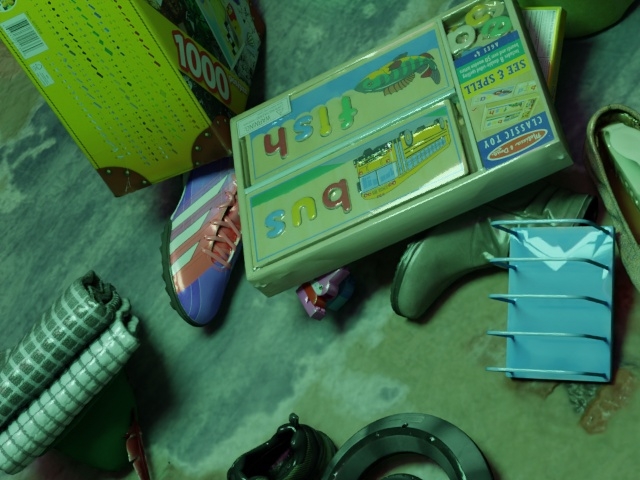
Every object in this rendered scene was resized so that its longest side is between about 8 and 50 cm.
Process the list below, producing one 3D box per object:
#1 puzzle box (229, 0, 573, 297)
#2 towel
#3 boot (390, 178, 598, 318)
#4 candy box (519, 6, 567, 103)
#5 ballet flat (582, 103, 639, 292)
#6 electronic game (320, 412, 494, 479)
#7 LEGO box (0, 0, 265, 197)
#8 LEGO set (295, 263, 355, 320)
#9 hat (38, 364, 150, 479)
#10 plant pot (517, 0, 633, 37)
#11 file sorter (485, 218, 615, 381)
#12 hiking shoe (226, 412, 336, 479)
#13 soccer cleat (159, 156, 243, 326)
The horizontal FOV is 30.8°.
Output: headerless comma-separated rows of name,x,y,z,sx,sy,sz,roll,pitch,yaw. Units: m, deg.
puzzle box,0.079,-0.121,1.412,0.409,0.052,0.272,-25,51,19
towel,-0.345,0.153,1.482,0.235,0.121,0.284,-47,11,-4
boot,0.205,0.016,1.365,0.161,0.083,0.246,34,85,32
candy box,0.243,-0.189,1.452,0.105,0.027,0.205,8,90,32
ballet flat,0.366,-0.031,1.268,0.108,0.106,0.316,-20,51,-3
electronic game,0.088,0.300,1.265,0.229,0.048,0.229,-16,60,29
LEGO box,-0.291,-0.372,1.564,0.193,0.500,0.372,-19,35,19
LEGO set,0.000,0.000,1.482,0.093,0.087,0.227,-47,47,17
hat,-0.244,0.269,1.497,0.173,0.183,0.208,-39,13,43
plant pot,0.295,-0.400,1.457,0.276,0.254,0.276,-14,54,20
file sorter,0.245,0.064,1.252,0.118,0.104,0.170,-1,83,29
hiking shoe,-0.085,0.295,1.326,0.086,0.114,0.227,30,78,40
soccer cleat,-0.135,-0.033,1.574,0.116,0.108,0.318,-14,51,27
